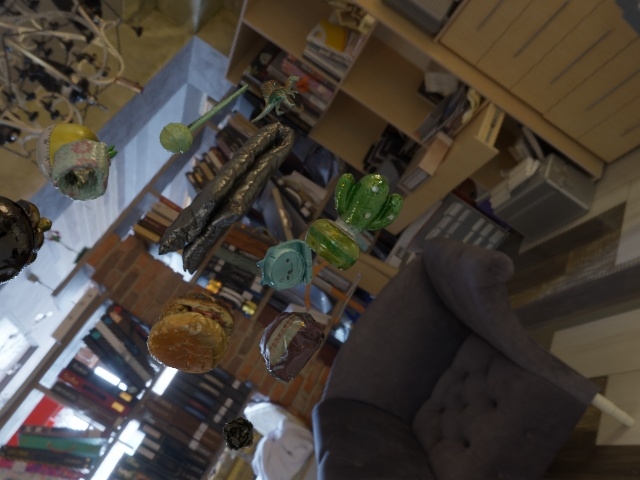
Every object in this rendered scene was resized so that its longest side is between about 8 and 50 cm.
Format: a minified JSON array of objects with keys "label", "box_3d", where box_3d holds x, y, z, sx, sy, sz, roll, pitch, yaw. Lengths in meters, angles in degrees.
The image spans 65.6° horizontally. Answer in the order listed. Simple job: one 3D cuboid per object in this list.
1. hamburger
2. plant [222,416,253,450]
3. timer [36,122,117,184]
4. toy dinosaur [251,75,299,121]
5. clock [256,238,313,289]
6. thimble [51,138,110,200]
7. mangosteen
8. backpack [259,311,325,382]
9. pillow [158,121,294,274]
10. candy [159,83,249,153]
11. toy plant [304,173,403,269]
[{"label":"hamburger","box_3d":[-0.385,0.287,1.492,0.244,0.244,0.163,-54,17,24]},{"label":"plant","box_3d":[-0.243,0.582,1.489,0.143,0.091,0.095,93,177,-64]},{"label":"timer","box_3d":[-0.949,-0.338,1.983,0.285,0.285,0.285,-56,6,9]},{"label":"toy dinosaur","box_3d":[-0.138,-0.432,1.494,0.187,0.106,0.044,-22,-3,-6]},{"label":"clock","box_3d":[-0.167,0.128,2.337,0.274,0.224,0.094,-18,22,-32]},{"label":"thimble","box_3d":[-0.833,-0.252,1.748,0.210,0.185,0.149,-30,53,21]},{"label":"mangosteen","box_3d":[-0.938,-0.011,1.456,0.302,0.275,0.275,-27,-21,-52]},{"label":"backpack","box_3d":[-0.133,0.422,2.071,0.283,0.197,0.317,-52,18,-9]},{"label":"pillow","box_3d":[-0.185,-0.100,1.023,0.228,0.101,0.326,-38,18,39]},{"label":"candy","box_3d":[-0.355,-0.389,1.552,0.335,0.093,0.092,-41,-33,-12]},{"label":"toy plant","box_3d":[0.102,-0.074,1.575,0.316,0.224,0.184,-51,13,3]}]
